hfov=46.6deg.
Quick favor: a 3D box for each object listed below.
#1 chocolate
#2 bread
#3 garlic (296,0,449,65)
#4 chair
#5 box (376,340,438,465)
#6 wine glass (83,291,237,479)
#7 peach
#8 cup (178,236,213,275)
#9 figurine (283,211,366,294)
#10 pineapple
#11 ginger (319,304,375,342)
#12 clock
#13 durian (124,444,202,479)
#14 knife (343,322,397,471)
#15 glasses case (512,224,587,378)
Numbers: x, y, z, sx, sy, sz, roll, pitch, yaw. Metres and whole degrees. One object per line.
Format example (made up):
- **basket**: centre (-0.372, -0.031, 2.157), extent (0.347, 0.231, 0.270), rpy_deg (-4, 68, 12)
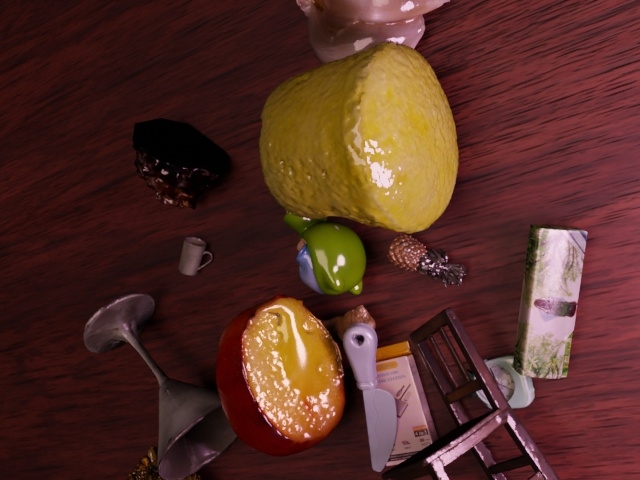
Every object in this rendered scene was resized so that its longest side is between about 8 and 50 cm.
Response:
- **chocolate**: centre (-0.356, -0.150, 1.748), extent (0.224, 0.206, 0.177), rpy_deg (34, 121, 19)
- **bread**: centre (0.077, -0.178, 1.403), extent (0.308, 0.348, 0.348), rpy_deg (-5, 92, 41)
- **garlic**: centre (0.080, -0.464, 1.489), extent (0.325, 0.132, 0.279), rpy_deg (26, 116, 32)
- **chair**: centre (0.230, 0.371, 1.372), extent (0.416, 0.241, 0.203), rpy_deg (59, 154, 13)
- **box**: centre (0.161, 0.346, 1.564), extent (0.129, 0.033, 0.247), rpy_deg (-20, 84, 32)
- **wine glass**: centre (-0.378, 0.328, 1.780), extent (0.406, 0.267, 0.267), rpy_deg (47, 116, 26)
- **peach**: centre (-0.083, 0.277, 1.560), extent (0.281, 0.281, 0.338), rpy_deg (22, 124, 28)
- **cup**: centre (-0.306, 0.040, 1.821), extent (0.054, 0.075, 0.083), rpy_deg (-127, 51, -59)
- **figurine**: centre (0.000, 0.000, 1.563), extent (0.143, 0.162, 0.263), rpy_deg (-34, 66, 15)
- **pineapple**: centre (0.215, 0.044, 1.488), extent (0.159, 0.074, 0.074), rpy_deg (24, 107, 19)
- **ginger**: centre (0.059, 0.200, 1.599), extent (0.165, 0.067, 0.096), rpy_deg (-25, 83, 44)
- **clock**: centre (0.341, 0.274, 1.443), extent (0.135, 0.041, 0.101), rpy_deg (-11, 89, 33)
- **durian**: centre (-0.385, 0.662, 1.823), extent (0.293, 0.258, 0.258), rpy_deg (50, 117, 29)
- **knife**: centre (0.114, 0.327, 1.539), extent (0.080, 0.044, 0.331), rpy_deg (-10, 102, 14)
- **glasses case**: centre (0.416, 0.111, 1.348), extent (0.095, 0.062, 0.272), rpy_deg (4, 98, -2)
